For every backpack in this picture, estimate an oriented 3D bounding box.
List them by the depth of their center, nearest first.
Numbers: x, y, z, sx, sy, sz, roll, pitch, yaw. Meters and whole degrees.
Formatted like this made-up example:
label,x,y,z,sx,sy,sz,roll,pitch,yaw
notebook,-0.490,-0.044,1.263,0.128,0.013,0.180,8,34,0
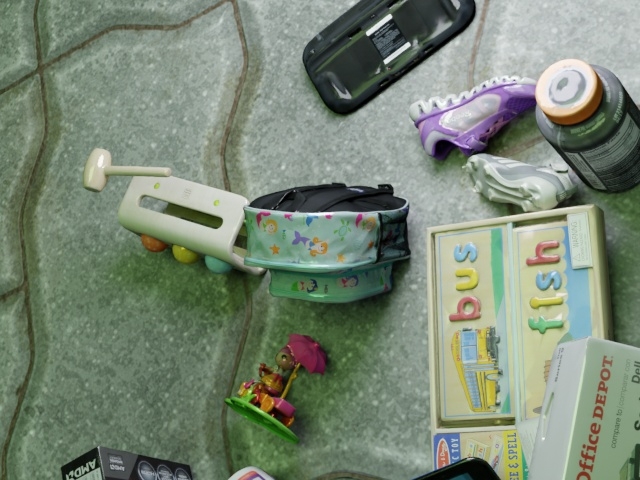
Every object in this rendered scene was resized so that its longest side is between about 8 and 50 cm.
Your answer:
label,x,y,z,sx,sy,sz,roll,pitch,yaw
backpack,0.000,0.000,1.796,0.225,0.253,0.191,6,95,32

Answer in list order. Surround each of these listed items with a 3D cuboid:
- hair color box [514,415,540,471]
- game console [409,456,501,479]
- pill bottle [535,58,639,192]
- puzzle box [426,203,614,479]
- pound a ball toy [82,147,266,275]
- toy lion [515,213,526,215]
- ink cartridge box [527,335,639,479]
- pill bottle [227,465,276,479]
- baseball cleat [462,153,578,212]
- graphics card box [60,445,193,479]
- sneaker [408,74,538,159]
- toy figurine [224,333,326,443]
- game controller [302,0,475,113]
label,x,y,z,sx,sy,sz,roll,pitch,yaw
hair color box,0.342,0.261,1.537,0.141,0.043,0.072,-23,69,24
game console,0.159,0.472,1.560,0.293,0.173,0.250,-27,59,21
pill bottle,0.389,-0.168,1.625,0.130,0.246,0.130,-12,65,27
puzzle box,0.287,0.163,1.651,0.272,0.052,0.409,-9,74,29
pound a ball toy,-0.258,-0.040,1.993,0.319,0.208,0.136,16,80,34
toy lion,0.318,0.007,1.735,0.100,0.034,0.096,22,76,35
ink cartridge box,0.428,0.257,1.422,0.289,0.121,0.211,14,77,-5
pill bottle,-0.064,0.442,1.747,0.193,0.108,0.108,31,89,36
baseball cleat,0.315,-0.094,1.759,0.109,0.072,0.206,-20,31,-22
graphics card box,-0.266,0.517,1.765,0.094,0.233,0.371,-32,57,22
sneaker,0.255,-0.191,1.817,0.236,0.095,0.104,-15,70,32
toy figurine,-0.061,0.225,1.850,0.173,0.130,0.159,6,59,58
game controller,0.115,-0.362,1.992,0.319,0.067,0.166,-36,71,15
